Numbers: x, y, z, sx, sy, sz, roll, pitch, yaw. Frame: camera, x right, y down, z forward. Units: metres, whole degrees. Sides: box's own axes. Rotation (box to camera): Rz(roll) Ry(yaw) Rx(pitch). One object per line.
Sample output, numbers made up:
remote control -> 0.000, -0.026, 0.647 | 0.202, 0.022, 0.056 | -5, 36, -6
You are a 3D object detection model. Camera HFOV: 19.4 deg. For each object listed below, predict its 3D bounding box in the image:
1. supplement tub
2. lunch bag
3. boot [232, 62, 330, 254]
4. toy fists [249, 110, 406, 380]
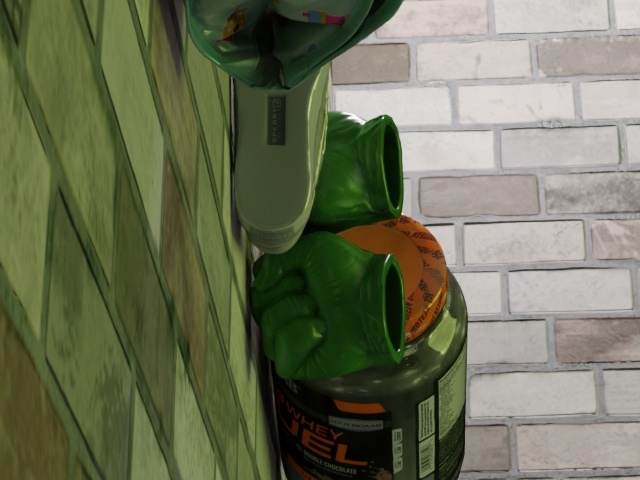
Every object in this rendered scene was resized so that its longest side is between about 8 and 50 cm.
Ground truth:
supplement tub -> 0.051, 0.136, 1.965 | 0.338, 0.207, 0.207 | 86, 4, -48
lunch bag -> -0.026, -0.251, 1.239 | 0.262, 0.160, 0.223 | 93, -7, -62
boot -> -0.039, -0.117, 1.694 | 0.123, 0.095, 0.258 | 102, -4, -78
toy fists -> 0.000, 0.000, 1.778 | 0.096, 0.142, 0.279 | 49, 36, -59
